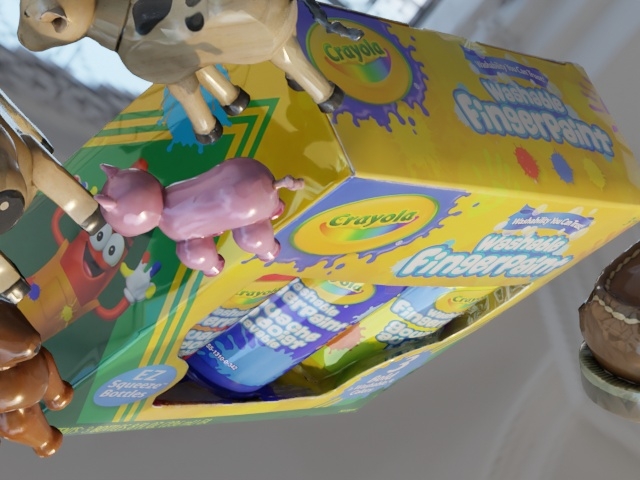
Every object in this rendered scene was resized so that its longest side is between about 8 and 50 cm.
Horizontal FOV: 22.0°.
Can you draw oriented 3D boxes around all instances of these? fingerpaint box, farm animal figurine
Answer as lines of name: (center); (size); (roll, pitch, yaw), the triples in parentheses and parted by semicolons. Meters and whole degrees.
fingerpaint box: (0.000, 0.000, 1.313); (0.445, 0.371, 0.163); (4, -125, -53)
farm animal figurine: (-0.183, -0.057, 0.979); (0.327, 0.330, 0.172); (20, 157, 43)

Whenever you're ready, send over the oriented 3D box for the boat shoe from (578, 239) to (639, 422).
boat shoe: (0.220, -0.033, 0.629); (0.307, 0.104, 0.111); (-24, -151, -23)
